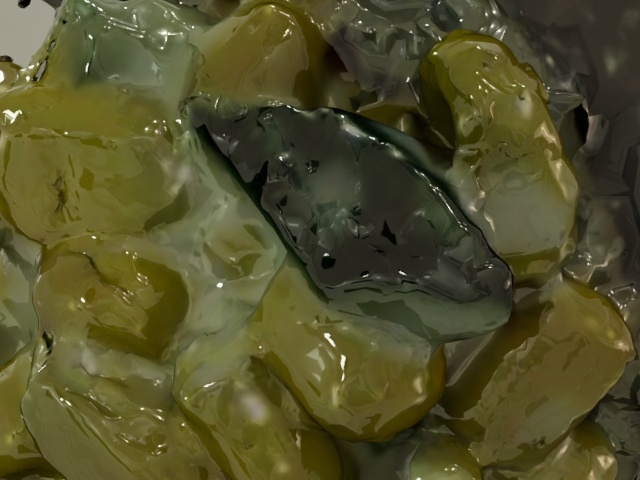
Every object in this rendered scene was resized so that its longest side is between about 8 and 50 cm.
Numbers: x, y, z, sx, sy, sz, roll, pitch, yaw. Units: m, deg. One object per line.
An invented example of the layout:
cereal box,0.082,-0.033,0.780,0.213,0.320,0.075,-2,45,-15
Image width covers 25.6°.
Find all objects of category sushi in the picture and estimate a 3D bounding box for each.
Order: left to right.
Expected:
sushi,0.000,0.000,0.558,0.285,0.328,0.329,-36,-34,-55
